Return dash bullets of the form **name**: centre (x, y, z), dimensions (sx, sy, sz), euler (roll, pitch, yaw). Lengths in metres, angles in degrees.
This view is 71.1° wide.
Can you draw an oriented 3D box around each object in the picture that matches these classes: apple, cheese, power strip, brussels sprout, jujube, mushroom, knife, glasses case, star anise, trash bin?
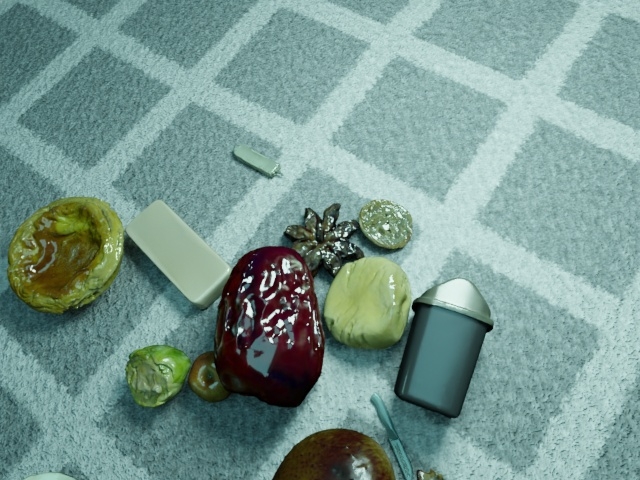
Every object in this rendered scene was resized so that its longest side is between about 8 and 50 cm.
- **apple**: centre (-0.260, 0.328, 1.100), dimensions (0.126, 0.102, 0.126), euler (-2, 68, 5)
- **cheese**: centre (0.113, 0.151, 1.105), dimensions (0.214, 0.117, 0.225), euler (-2, 69, 34)
- **power strip**: centre (-0.190, -0.242, 1.376), dimensions (0.191, 0.030, 0.047), euler (30, 72, 18)
- **brussels sprout**: centre (-0.393, 0.327, 1.109), dimensions (0.152, 0.122, 0.149), euler (37, 111, 24)
- **jujube**: centre (-0.119, 0.204, 1.061), dimensions (0.259, 0.258, 0.376), euler (-7, 59, 4)
- **mushroom**: centre (0.064, 0.556, 0.920), dimensions (0.334, 0.356, 0.331), euler (-34, 64, 34)
- **knife**: centre (0.169, 0.456, 1.041), dimensions (0.028, 0.015, 0.210), euler (-21, 67, -10)
- **glasses case**: centre (-0.393, 0.035, 1.257), dimensions (0.144, 0.076, 0.336), euler (-44, 69, -13)
- **star anise**: centre (0.000, -0.001, 1.213), dimensions (0.223, 0.109, 0.235), euler (-7, 68, 9)
- **trash bin**: centre (0.277, 0.238, 1.022), dimensions (0.182, 0.209, 0.290), euler (18, 76, 12)

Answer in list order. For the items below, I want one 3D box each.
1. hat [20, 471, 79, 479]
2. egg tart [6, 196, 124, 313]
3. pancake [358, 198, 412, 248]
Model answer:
- **hat**: centre (-0.651, 0.680, 0.994), dimensions (0.258, 0.168, 0.301), euler (6, 42, 31)
- **egg tart**: centre (-0.689, 0.039, 1.254), dimensions (0.352, 0.150, 0.351), euler (-4, 70, 10)
- **pancake**: centre (0.180, -0.046, 1.234), dimensions (0.158, 0.028, 0.158), euler (4, 65, -9)
